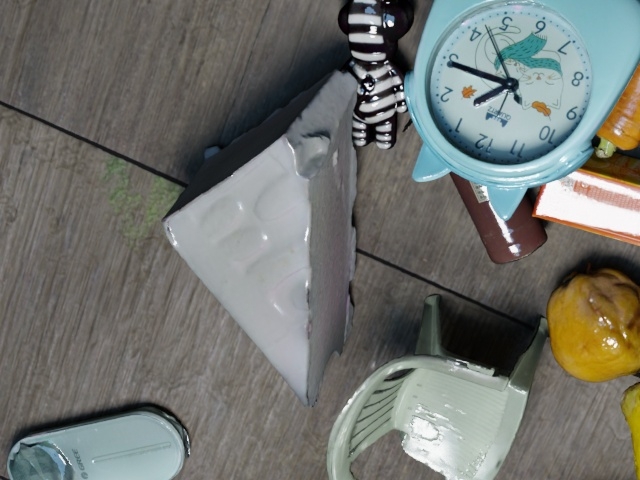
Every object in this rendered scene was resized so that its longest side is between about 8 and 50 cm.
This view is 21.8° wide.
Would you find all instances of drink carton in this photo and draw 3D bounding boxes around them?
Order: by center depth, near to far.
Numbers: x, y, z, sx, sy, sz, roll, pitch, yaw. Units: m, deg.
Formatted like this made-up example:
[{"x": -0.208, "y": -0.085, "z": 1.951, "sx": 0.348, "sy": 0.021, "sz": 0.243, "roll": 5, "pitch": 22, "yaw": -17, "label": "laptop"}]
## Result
[{"x": 0.352, "y": -0.042, "z": 1.827, "sx": 0.223, "sy": 0.096, "sz": 0.071, "roll": 16, "pitch": 113, "yaw": 7, "label": "drink carton"}]

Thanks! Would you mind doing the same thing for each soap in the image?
[{"x": 0.000, "y": 0.000, "z": 1.869, "sx": 0.258, "sy": 0.159, "sz": 0.302, "roll": -33, "pitch": 103, "yaw": 36, "label": "soap"}]

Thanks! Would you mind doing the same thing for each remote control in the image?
[{"x": -0.284, "y": 0.275, "z": 2.124, "sx": 0.247, "sy": 0.052, "sz": 0.104, "roll": -13, "pitch": 106, "yaw": 18, "label": "remote control"}]

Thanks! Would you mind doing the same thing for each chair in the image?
[{"x": 0.129, "y": 0.189, "z": 1.875, "sx": 0.190, "sy": 0.275, "sz": 0.203, "roll": 22, "pitch": 112, "yaw": 5, "label": "chair"}]

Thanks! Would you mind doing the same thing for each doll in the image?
[{"x": 0.059, "y": -0.207, "z": 1.849, "sx": 0.091, "sy": 0.067, "sz": 0.219, "roll": 9, "pitch": 119, "yaw": 21, "label": "doll"}]

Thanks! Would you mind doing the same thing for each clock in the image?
[{"x": 0.203, "y": -0.165, "z": 1.760, "sx": 0.223, "sy": 0.094, "sz": 0.274, "roll": 27, "pitch": 93, "yaw": 15, "label": "clock"}]

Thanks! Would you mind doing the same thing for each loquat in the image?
[{"x": 0.319, "y": 0.094, "z": 1.888, "sx": 0.137, "sy": 0.113, "sz": 0.137, "roll": 19, "pitch": 122, "yaw": 33, "label": "loquat"}]

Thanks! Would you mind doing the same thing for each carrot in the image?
[{"x": 0.358, "y": -0.205, "z": 1.794, "sx": 0.061, "sy": 0.061, "sz": 0.257, "roll": 23, "pitch": 105, "yaw": 3, "label": "carrot"}]

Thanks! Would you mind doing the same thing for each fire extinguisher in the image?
[{"x": 0.166, "y": -0.080, "z": 1.860, "sx": 0.099, "sy": 0.071, "sz": 0.231, "roll": -33, "pitch": 105, "yaw": -18, "label": "fire extinguisher"}]

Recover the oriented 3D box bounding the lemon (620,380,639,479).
[{"x": 0.475, "y": 0.232, "z": 1.818, "sx": 0.310, "sy": 0.258, "sz": 0.258, "roll": 28, "pitch": 114, "yaw": 2, "label": "lemon"}]
